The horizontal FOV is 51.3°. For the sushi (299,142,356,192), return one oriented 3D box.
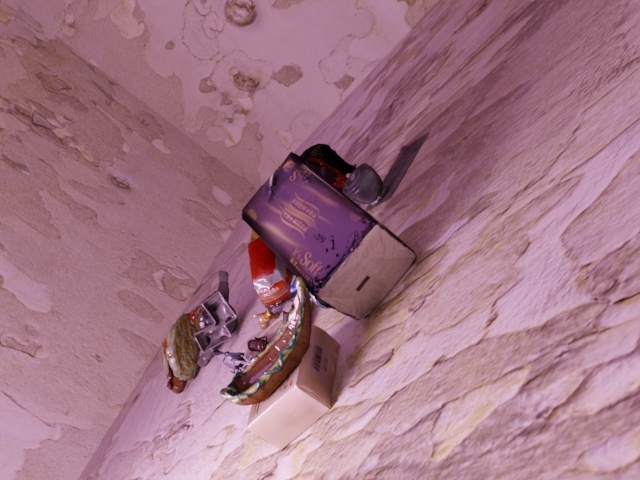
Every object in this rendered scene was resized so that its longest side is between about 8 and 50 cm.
[{"bbox_3d":[0.023,-0.223,2.230,0.136,0.225,0.126,-50,14,36],"label":"sushi"}]

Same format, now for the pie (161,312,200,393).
[{"bbox_3d":[-0.510,0.400,2.473,0.274,0.106,0.257,-71,-22,-63],"label":"pie"}]

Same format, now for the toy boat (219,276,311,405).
[{"bbox_3d":[-0.084,0.214,1.327,0.292,0.099,0.108,-55,15,8],"label":"toy boat"}]

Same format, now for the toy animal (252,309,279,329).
[{"bbox_3d":[-0.170,0.241,2.046,0.083,0.060,0.081,-36,18,27],"label":"toy animal"}]

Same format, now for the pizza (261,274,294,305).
[{"bbox_3d":[-0.107,0.128,2.068,0.147,0.069,0.226,-24,29,23],"label":"pizza"}]

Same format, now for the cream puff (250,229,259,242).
[{"bbox_3d":[-0.168,0.009,2.400,0.194,0.195,0.221,-48,10,21],"label":"cream puff"}]

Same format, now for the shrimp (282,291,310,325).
[{"bbox_3d":[-0.078,0.214,1.776,0.117,0.066,0.262,-46,12,25],"label":"shrimp"}]

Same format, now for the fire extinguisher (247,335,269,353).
[{"bbox_3d":[-0.177,0.305,1.937,0.056,0.039,0.132,-66,16,-17],"label":"fire extinguisher"}]

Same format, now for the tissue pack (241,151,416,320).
[{"bbox_3d":[0.013,-0.007,1.474,0.210,0.198,0.370,-48,45,1],"label":"tissue pack"}]

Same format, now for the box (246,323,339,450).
[{"bbox_3d":[-0.052,0.300,1.391,0.168,0.095,0.212,-44,16,24],"label":"box"}]

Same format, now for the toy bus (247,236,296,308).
[{"bbox_3d":[-0.148,0.084,1.979,0.121,0.119,0.265,-28,31,8],"label":"toy bus"}]

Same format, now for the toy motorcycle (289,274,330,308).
[{"bbox_3d":[0.022,0.029,1.685,0.113,0.169,0.315,-35,22,50],"label":"toy motorcycle"}]

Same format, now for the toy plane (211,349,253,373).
[{"bbox_3d":[-0.245,0.356,1.956,0.197,0.078,0.053,-3,47,54],"label":"toy plane"}]

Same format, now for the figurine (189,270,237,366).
[{"bbox_3d":[-0.389,0.290,2.424,0.342,0.167,0.285,-56,8,-6],"label":"figurine"}]

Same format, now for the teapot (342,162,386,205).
[{"bbox_3d":[0.125,-0.149,1.933,0.149,0.108,0.111,-18,40,60],"label":"teapot"}]

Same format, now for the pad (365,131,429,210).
[{"bbox_3d":[0.224,-0.205,1.972,0.265,0.009,0.160,-58,15,-24],"label":"pad"}]
